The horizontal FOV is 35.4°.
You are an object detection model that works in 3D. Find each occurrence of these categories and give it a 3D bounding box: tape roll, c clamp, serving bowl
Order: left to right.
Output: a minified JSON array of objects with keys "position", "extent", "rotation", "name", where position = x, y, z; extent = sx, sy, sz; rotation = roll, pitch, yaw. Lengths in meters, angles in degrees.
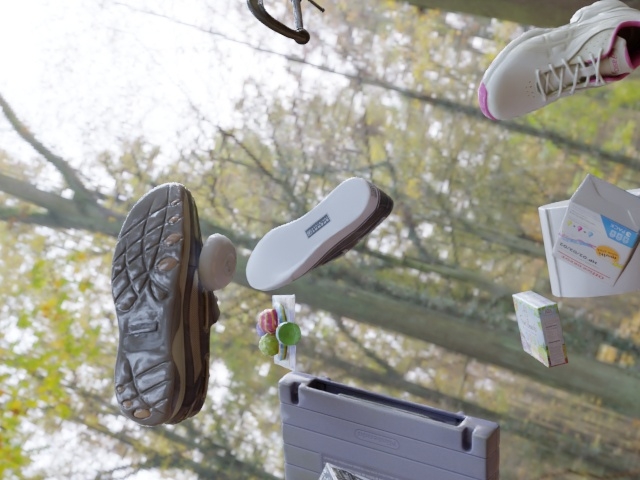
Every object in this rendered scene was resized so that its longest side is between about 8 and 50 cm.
[{"position":[-0.143,0.033,1.445],"extent":[0.083,0.027,0.083],"rotation":[7,-90,-66],"name":"serving bowl"},{"position":[-0.044,-0.309,1.324],"extent":[0.022,0.137,0.160],"rotation":[-43,29,30],"name":"c clamp"},{"position":[0.537,0.002,1.844],"extent":[0.246,0.246,0.169],"rotation":[-17,-83,-63],"name":"tape roll"}]

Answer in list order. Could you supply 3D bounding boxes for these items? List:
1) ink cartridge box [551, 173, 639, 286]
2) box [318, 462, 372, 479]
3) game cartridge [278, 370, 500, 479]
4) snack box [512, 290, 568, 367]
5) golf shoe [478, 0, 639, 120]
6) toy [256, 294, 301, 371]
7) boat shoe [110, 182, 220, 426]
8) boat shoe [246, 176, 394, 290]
[{"position":[0.400,-0.003,1.439],"extent":[0.061,0.104,0.181],"rotation":[-51,-21,-26],"name":"ink cartridge box"},{"position":[0.015,0.431,1.153],"extent":[0.242,0.077,0.307],"rotation":[-64,14,4],"name":"box"},{"position":[0.100,0.340,1.515],"extent":[0.068,0.355,0.230],"rotation":[-36,-52,-49],"name":"game cartridge"},{"position":[0.358,0.142,1.638],"extent":[0.141,0.037,0.100],"rotation":[-138,36,-83],"name":"snack box"},{"position":[0.381,-0.270,1.508],"extent":[0.306,0.140,0.115],"rotation":[-32,-60,-12],"name":"golf shoe"},{"position":[-0.088,0.172,1.889],"extent":[0.237,0.056,0.136],"rotation":[167,103,-75],"name":"toy"},{"position":[-0.222,0.095,1.464],"extent":[0.130,0.132,0.355],"rotation":[28,-119,-59],"name":"boat shoe"},{"position":[0.000,0.000,1.788],"extent":[0.301,0.108,0.102],"rotation":[-39,-36,22],"name":"boat shoe"}]
